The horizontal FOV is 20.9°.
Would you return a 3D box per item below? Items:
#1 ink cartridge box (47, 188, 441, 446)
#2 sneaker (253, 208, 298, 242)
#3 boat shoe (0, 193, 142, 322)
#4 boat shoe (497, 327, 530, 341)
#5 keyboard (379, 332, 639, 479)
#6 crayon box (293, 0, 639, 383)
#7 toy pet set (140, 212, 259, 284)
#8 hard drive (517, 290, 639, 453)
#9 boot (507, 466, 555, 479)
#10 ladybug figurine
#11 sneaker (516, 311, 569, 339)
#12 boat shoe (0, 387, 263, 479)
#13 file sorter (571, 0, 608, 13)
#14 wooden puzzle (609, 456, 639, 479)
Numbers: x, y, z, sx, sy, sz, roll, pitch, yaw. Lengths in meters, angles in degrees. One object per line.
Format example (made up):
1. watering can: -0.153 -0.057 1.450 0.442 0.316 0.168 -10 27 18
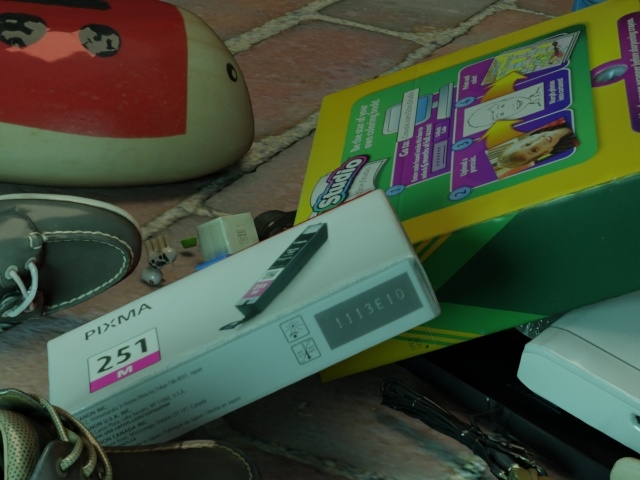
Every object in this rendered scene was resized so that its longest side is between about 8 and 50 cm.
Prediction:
1. ink cartridge box: -0.067 0.041 1.276 0.275 0.060 0.239 -25 26 1
2. sneaker: 0.000 -0.002 1.618 0.089 0.051 0.170 26 32 37
3. boat shoe: -0.303 0.033 1.344 0.335 0.112 0.095 -1 40 -11
4. boat shoe: 0.190 0.028 1.580 0.073 0.073 0.207 20 25 14
5. keyboard: 0.150 0.136 1.345 0.201 0.033 0.317 -4 23 -41
6. crayon box: 0.143 -0.055 1.462 0.313 0.106 0.363 -18 25 16
7. toy pet set: -0.094 0.020 1.538 0.114 0.065 0.122 -20 -6 43
8. hard drive: 0.350 0.077 1.379 0.233 0.047 0.353 30 38 28
9. boot: 0.250 0.238 1.056 0.269 0.089 0.236 6 33 -7
10. ladybug figurine: -0.281 -0.167 1.766 0.449 0.162 0.305 0 23 -21
11. sneaker: 0.212 0.071 1.487 0.152 0.053 0.061 35 10 2
12. boat shoe: -0.170 0.163 1.006 0.355 0.130 0.132 -12 29 -42
13. file sorter: 0.367 -0.204 2.117 0.118 0.170 0.104 -1 27 -24
14. wooden puzzle: 0.330 0.191 1.073 0.239 0.044 0.221 24 -6 -35
